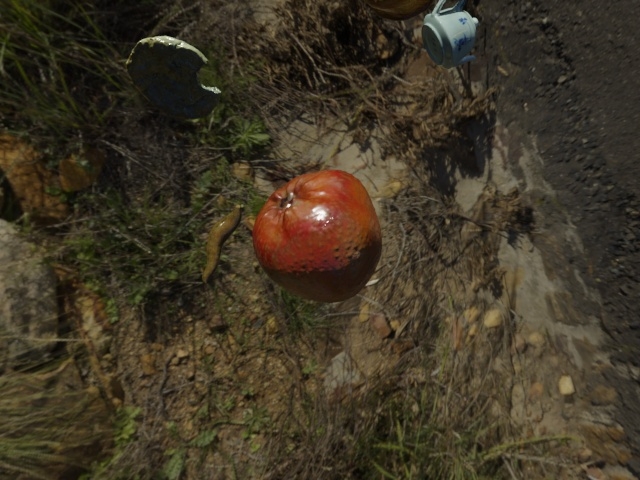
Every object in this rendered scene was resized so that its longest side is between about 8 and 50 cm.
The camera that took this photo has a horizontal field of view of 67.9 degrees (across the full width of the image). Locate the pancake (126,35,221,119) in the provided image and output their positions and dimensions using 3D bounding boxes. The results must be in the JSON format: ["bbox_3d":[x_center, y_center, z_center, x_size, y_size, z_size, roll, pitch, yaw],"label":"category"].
[{"bbox_3d":[-0.394,-0.431,1.273,0.253,0.254,0.037,-1,51,16],"label":"pancake"}]

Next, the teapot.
[{"bbox_3d":[0.374,-0.583,1.328,0.158,0.232,0.159,-13,47,15],"label":"teapot"}]

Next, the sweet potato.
[{"bbox_3d":[-0.302,0.004,1.403,0.069,0.059,0.250,24,84,17],"label":"sweet potato"}]

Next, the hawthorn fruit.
[{"bbox_3d":[0.000,0.000,0.984,0.275,0.300,0.275,-10,53,13],"label":"hawthorn fruit"}]

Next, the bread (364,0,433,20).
[{"bbox_3d":[0.235,-0.809,1.380,0.312,0.172,0.312,10,106,35],"label":"bread"}]
